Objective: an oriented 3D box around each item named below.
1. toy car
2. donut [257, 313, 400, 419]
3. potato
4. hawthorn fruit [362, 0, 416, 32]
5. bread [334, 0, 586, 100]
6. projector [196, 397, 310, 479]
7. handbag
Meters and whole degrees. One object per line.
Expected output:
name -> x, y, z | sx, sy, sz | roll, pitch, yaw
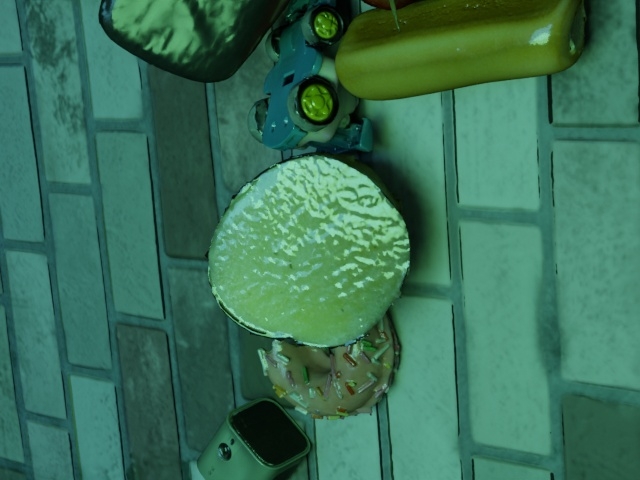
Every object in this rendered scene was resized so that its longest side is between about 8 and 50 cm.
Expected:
toy car -> 0.001, -0.157, 1.236 | 0.126, 0.098, 0.162 | -12, 64, 62
donut -> 0.015, 0.132, 1.301 | 0.166, 0.065, 0.117 | -37, 77, 40
potato -> 0.000, 0.000, 1.237 | 0.182, 0.117, 0.202 | 38, 114, -1
hawthorn fruit -> 0.057, -0.261, 1.111 | 0.125, 0.140, 0.125 | 31, 159, 14
bread -> 0.126, -0.173, 1.118 | 0.239, 0.093, 0.074 | -4, 138, 38
projector -> -0.073, 0.232, 1.385 | 0.083, 0.083, 0.082 | 47, 126, 19
handbag -> -0.095, -0.286, 1.190 | 0.181, 0.181, 0.254 | 22, 112, -14
